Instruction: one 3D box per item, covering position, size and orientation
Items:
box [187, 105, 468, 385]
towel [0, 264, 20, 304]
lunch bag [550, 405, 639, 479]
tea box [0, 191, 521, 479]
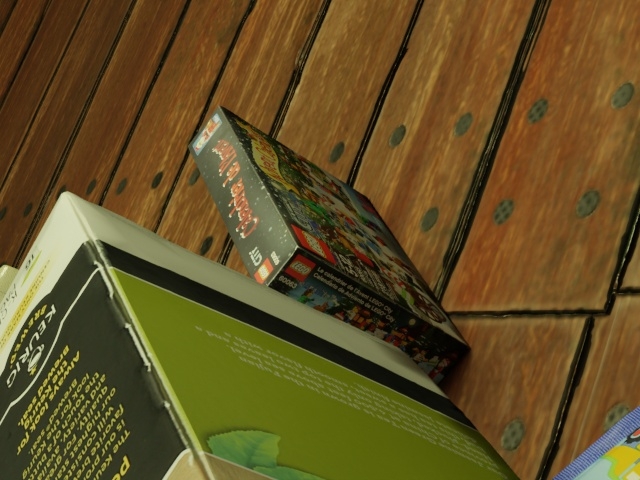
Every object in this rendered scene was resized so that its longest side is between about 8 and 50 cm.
[{"bbox_3d":[0.000,0.000,1.028,0.044,0.159,0.233,-51,31,13],"label":"box"},{"bbox_3d":[-0.132,0.206,0.945,0.056,0.312,0.324,74,-144,-75],"label":"towel"},{"bbox_3d":[0.163,0.198,0.659,0.293,0.138,0.221,-48,28,1],"label":"lunch bag"},{"bbox_3d":[-0.074,0.204,0.615,0.329,0.220,0.323,-59,25,9],"label":"tea box"}]
